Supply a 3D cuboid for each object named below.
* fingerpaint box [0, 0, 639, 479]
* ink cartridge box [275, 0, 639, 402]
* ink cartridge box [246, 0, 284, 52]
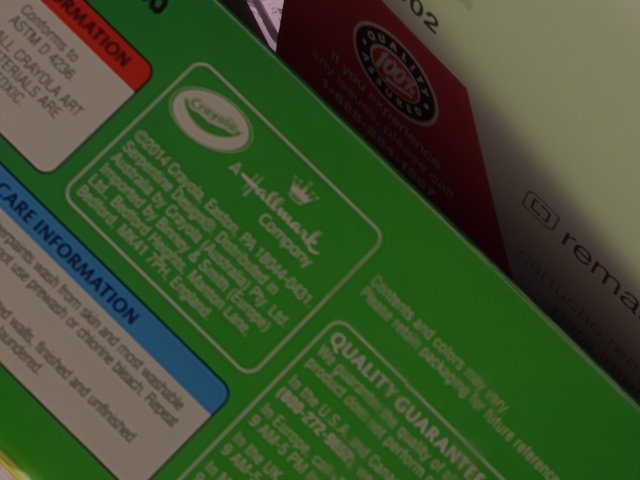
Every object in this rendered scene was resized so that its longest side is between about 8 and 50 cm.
[{"bbox_3d":[-0.016,0.082,0.695,0.445,0.163,0.371,44,169,3],"label":"fingerpaint box"},{"bbox_3d":[0.147,-0.108,0.487,0.279,0.160,0.385,47,156,16],"label":"ink cartridge box"},{"bbox_3d":[0.011,-0.121,0.855,0.099,0.056,0.135,9,131,59],"label":"ink cartridge box"}]
